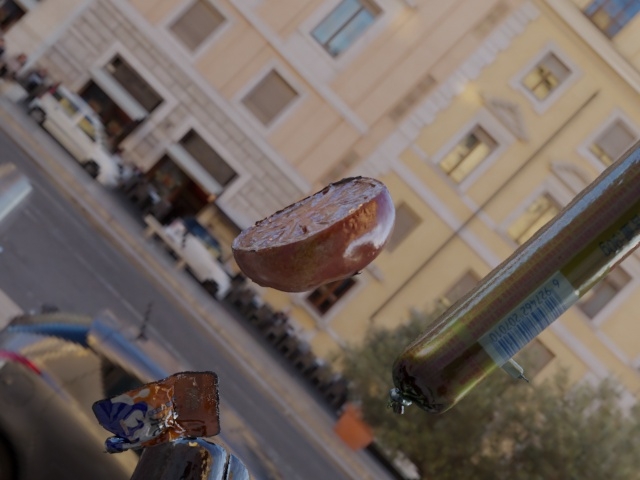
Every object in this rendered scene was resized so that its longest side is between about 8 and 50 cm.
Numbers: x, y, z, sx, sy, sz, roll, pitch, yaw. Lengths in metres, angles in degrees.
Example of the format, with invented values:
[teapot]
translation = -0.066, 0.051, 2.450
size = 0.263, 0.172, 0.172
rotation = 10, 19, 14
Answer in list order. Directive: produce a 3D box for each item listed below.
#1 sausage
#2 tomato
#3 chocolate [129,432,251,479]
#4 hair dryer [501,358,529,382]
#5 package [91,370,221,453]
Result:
[sausage]
translation = 0.204, 0.033, 1.070
size = 0.082, 0.371, 0.082
rotation = 48, 1, -1
[tomato]
translation = 0.000, 0.000, 1.624
size = 0.095, 0.237, 0.237
rotation = 67, -8, -16
[chocolate]
translation = -0.131, 0.243, 1.234
size = 0.125, 0.080, 0.149
rotation = 14, -19, 34
[hair dryer]
translation = 0.238, 0.152, 1.599
size = 0.124, 0.038, 0.063
rotation = 43, -15, -8
[package]
translation = -0.141, 0.153, 1.041
size = 0.033, 0.111, 0.077
rotation = -140, -142, -67
